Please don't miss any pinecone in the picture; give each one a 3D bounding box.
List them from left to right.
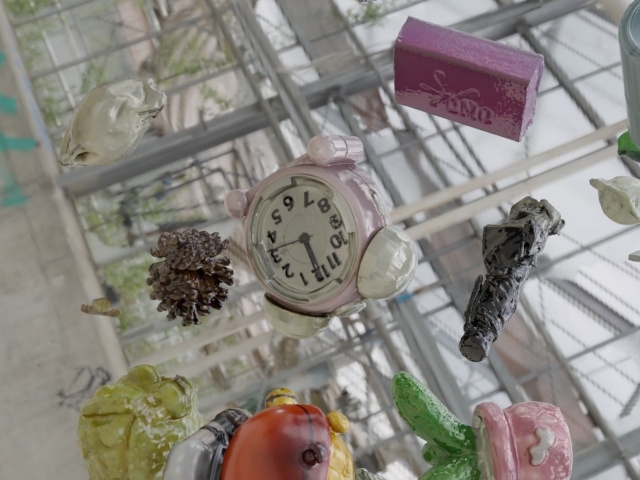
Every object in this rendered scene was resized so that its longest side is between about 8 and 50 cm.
[{"bbox_3d":[-0.252,0.071,1.749,0.179,0.195,0.150,14,-1,34],"label":"pinecone"}]

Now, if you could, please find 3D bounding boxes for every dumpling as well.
[{"bbox_3d":[-0.328,-0.190,1.391,0.118,0.199,0.136,59,8,-39],"label":"dumpling"},{"bbox_3d":[0.772,-0.114,2.305,0.151,0.124,0.229,31,15,-16],"label":"dumpling"}]

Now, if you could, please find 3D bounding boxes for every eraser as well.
[{"bbox_3d":[0.851,0.040,2.375,0.038,0.083,0.019,8,-75,38],"label":"eraser"}]

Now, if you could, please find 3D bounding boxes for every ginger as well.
[{"bbox_3d":[-0.478,0.146,1.929,0.030,0.097,0.048,-69,159,-46],"label":"ginger"}]

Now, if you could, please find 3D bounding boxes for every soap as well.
[{"bbox_3d":[0.263,-0.288,1.615,0.259,0.081,0.181,22,-24,16],"label":"soap"}]

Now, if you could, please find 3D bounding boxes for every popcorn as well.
[{"bbox_3d":[-0.310,0.345,1.568,0.195,0.255,0.256,0,-29,48],"label":"popcorn"}]

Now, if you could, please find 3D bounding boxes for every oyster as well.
[{"bbox_3d":[0.141,0.598,2.218,0.098,0.037,0.100,27,-7,23],"label":"oyster"}]

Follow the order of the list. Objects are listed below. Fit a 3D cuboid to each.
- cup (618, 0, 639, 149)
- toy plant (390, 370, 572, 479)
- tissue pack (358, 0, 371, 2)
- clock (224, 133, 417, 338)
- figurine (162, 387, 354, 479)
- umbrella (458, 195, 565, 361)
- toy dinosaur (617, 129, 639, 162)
[{"bbox_3d":[0.780,-0.349,1.816,0.311,0.331,0.257,53,35,-51],"label":"cup"},{"bbox_3d":[0.336,0.424,1.890,0.210,0.356,0.317,80,5,-79],"label":"toy plant"},{"bbox_3d":[0.085,-0.663,1.665,0.259,0.122,0.361,57,-32,31],"label":"tissue pack"},{"bbox_3d":[0.000,0.000,1.734,0.342,0.184,0.326,-32,-107,35],"label":"clock"},{"bbox_3d":[-0.084,0.364,1.384,0.196,0.323,0.320,42,45,-42],"label":"figurine"},{"bbox_3d":[0.333,0.061,1.620,0.113,0.358,0.106,-11,-51,49],"label":"umbrella"},{"bbox_3d":[0.748,-0.019,1.975,0.374,0.500,0.144,29,-5,32],"label":"toy dinosaur"}]
